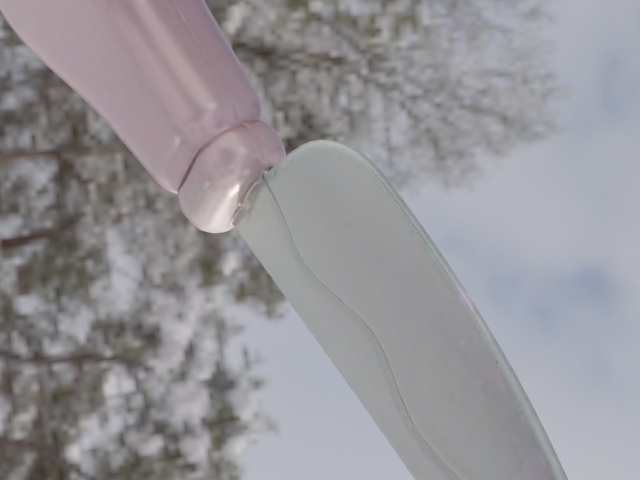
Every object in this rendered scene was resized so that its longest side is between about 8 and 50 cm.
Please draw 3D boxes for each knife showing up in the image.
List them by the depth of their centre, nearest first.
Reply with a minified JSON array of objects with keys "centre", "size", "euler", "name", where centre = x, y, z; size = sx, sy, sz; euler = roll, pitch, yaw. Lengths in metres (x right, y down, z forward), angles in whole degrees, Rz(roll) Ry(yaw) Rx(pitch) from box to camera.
[{"centre":[0.001,-0.002,0.572],"size":[0.336,0.043,0.081],"euler":[50,-41,21],"name":"knife"}]
